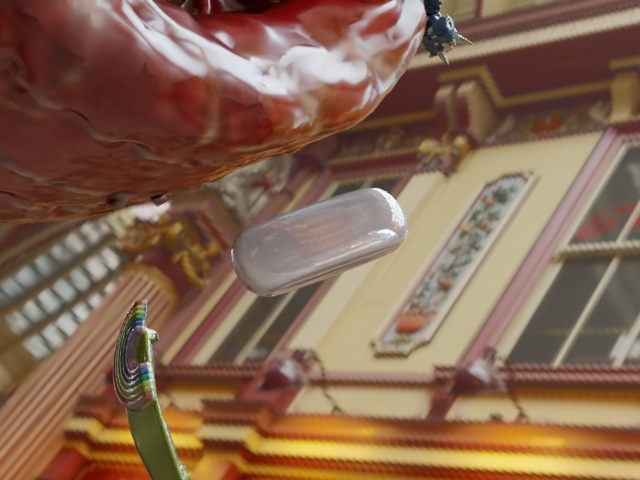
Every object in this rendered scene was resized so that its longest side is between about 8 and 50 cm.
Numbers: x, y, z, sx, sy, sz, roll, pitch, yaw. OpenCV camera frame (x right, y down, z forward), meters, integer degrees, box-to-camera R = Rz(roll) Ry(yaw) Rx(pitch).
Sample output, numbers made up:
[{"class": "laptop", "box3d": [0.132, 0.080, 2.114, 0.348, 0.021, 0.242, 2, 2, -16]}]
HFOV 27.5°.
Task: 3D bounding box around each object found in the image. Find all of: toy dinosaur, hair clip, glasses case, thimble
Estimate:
[{"class": "toy dinosaur", "box3d": [0.080, -0.166, 1.009, 0.083, 0.030, 0.047, 41, -12, 43]}, {"class": "hair clip", "box3d": [-0.150, 0.143, 1.125, 0.060, 0.033, 0.188, -51, -133, 39]}, {"class": "glasses case", "box3d": [0.000, 0.000, 0.575, 0.032, 0.083, 0.021, 61, -26, 17]}, {"class": "thimble", "box3d": [-0.121, -0.180, 0.736, 0.231, 0.350, 0.350, -18, -61, 43]}]
